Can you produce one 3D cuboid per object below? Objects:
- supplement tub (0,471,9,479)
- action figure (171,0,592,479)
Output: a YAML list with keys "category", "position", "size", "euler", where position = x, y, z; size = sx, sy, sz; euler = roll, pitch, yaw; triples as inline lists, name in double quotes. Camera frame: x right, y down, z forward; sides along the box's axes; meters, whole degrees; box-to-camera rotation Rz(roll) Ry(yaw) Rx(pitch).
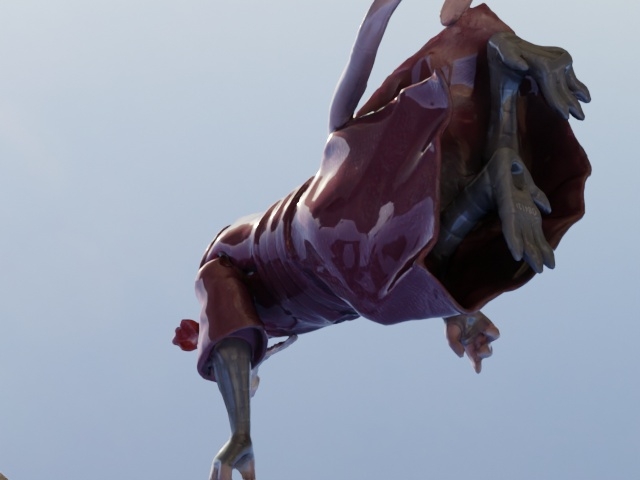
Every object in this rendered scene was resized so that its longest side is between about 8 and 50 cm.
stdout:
- category: "supplement tub"
  position: [-0.411, 0.336, 1.495]
  size: [0.235, 0.235, 0.325]
  euler: [23, -154, 18]
- category: "action figure"
  position: [0.000, 0.000, 1.169]
  size: [0.370, 0.275, 0.248]
  euler: [-27, 180, 43]
